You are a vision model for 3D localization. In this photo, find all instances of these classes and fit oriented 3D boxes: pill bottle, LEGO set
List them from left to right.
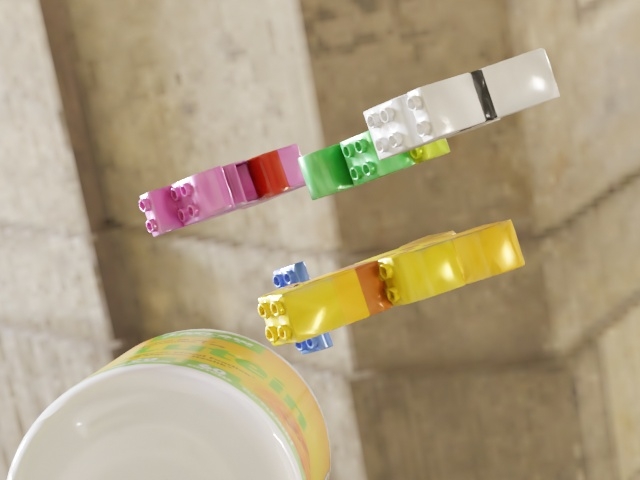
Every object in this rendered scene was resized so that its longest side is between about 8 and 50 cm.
[{"bbox_3d":[-0.066,0.116,0.981,0.136,0.136,0.245,-8,3,5],"label":"pill bottle"},{"bbox_3d":[0.000,0.000,0.777,0.093,0.087,0.227,-19,0,-32],"label":"LEGO set"}]
